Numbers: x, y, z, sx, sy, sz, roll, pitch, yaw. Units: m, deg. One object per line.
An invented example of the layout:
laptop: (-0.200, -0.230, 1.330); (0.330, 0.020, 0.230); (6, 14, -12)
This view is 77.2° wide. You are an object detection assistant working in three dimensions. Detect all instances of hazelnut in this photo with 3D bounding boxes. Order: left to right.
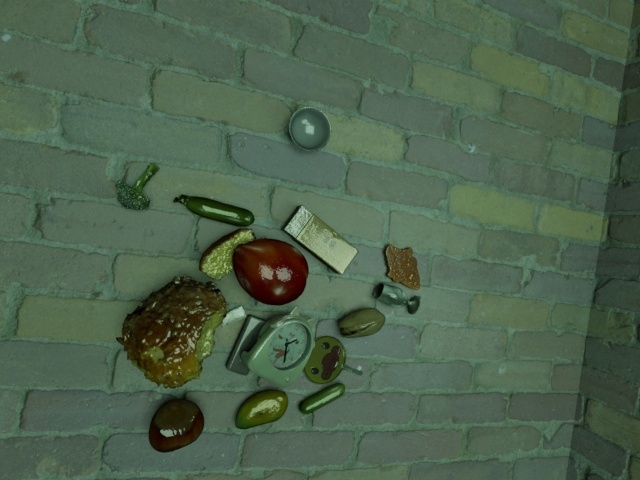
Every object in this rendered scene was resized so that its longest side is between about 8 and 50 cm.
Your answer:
hazelnut: (-0.571, 0.722, 1.577); (0.210, 0.210, 0.186); (-19, 75, -17)

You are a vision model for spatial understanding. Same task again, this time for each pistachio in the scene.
pistachio: (0.188, 0.380, 1.834); (0.226, 0.136, 0.136); (-14, 97, -12)

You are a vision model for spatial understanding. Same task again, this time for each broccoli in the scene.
broccoli: (-0.683, -0.209, 1.527); (0.122, 0.118, 0.204); (23, 71, 2)

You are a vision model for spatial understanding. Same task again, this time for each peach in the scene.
peach: (-0.184, 0.129, 1.597); (0.258, 0.201, 0.361); (-53, 138, 0)

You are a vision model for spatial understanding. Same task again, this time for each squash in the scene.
squash: (-0.426, -0.122, 1.625); (0.331, 0.087, 0.087); (16, 87, -18)
squash: (0.011, 0.717, 1.826); (0.238, 0.069, 0.069); (-24, 100, -15)

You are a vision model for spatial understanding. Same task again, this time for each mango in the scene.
mango: (-0.253, 0.722, 1.724); (0.237, 0.091, 0.137); (-9, 90, -19)

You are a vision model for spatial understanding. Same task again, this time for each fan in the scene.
fan: (0.053, 0.570, 1.863); (0.335, 0.011, 0.230); (26, 84, -17)

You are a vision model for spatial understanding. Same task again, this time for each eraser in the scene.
eraser: (0.000, 0.000, 1.780); (0.343, 0.078, 0.144); (38, 79, -17)

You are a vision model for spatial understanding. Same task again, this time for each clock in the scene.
clock: (-0.153, 0.439, 1.706); (0.265, 0.108, 0.324); (43, 75, -32)

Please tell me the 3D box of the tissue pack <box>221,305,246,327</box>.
tissue pack: (-0.373, 0.322, 1.695); (0.108, 0.023, 0.056); (-26, 101, -17)

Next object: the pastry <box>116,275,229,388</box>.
pastry: (-0.548, 0.331, 1.492); (0.337, 0.292, 0.405); (14, 62, 6)

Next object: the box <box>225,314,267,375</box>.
box: (-0.310, 0.443, 1.707); (0.103, 0.055, 0.244); (25, 84, -19)

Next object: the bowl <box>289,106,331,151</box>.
bowl: (-0.054, -0.474, 1.733); (0.189, 0.086, 0.189); (-2, 95, -19)

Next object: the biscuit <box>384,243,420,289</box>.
biscuit: (0.400, 0.130, 1.945); (0.183, 0.043, 0.280); (-42, 109, -9)

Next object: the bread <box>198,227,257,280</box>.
bread: (-0.379, 0.048, 1.624); (0.260, 0.134, 0.129); (-36, 116, -19)

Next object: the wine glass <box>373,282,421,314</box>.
wine glass: (0.365, 0.272, 1.908); (0.222, 0.103, 0.103); (24, 85, -20)
